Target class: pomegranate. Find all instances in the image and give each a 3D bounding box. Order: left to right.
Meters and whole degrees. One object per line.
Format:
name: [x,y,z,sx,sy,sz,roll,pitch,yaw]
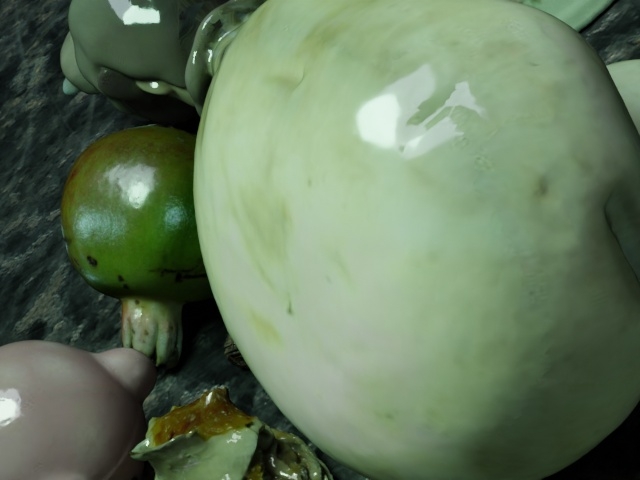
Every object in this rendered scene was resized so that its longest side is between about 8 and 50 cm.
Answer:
pomegranate: [-0.138,0.006,1.297,0.180,0.180,0.209,0,86,45]

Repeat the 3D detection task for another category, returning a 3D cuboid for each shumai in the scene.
shumai: [-0.077,0.169,1.063,0.146,0.116,0.145,-25,38,22]

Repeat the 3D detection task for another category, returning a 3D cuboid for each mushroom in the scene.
mushroom: [0.077,-0.033,0.957,0.353,0.325,0.353,-50,7,8]

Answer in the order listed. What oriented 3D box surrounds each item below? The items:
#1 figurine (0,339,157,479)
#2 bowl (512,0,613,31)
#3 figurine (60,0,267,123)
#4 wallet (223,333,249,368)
figurine: [-0.215,0.159,1.170,0.173,0.173,0.173,-26,35,21]
bowl: [0.150,-0.286,1.354,0.277,0.145,0.277,-26,34,19]
figurine: [-0.111,-0.201,1.456,0.248,0.203,0.380,-43,34,-11]
wallet: [0.000,0.000,1.254,0.124,0.042,0.230,-15,40,39]
